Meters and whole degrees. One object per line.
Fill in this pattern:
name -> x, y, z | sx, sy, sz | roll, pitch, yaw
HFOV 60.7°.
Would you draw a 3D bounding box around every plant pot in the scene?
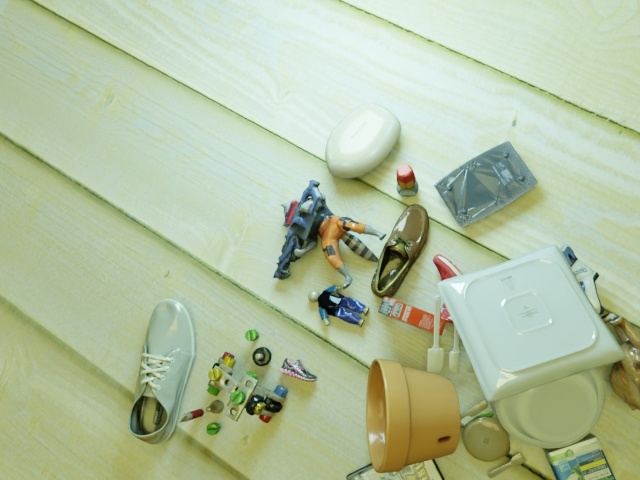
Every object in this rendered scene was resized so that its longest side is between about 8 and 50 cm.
plant pot -> 0.245, 0.465, 1.464 | 0.204, 0.291, 0.290 | 2, 80, -6

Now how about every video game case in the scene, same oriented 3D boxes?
video game case -> 0.242, 0.736, 1.525 | 0.248, 0.035, 0.274 | -29, 76, 6

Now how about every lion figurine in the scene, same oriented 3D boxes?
lion figurine -> 0.895, 0.244, 1.426 | 0.392, 0.142, 0.240 | -38, 83, -1

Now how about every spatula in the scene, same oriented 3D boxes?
spatula -> 0.381, 0.263, 1.521 | 0.168, 0.019, 0.242 | -1, 104, -3

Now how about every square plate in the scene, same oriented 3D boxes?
square plate -> 0.520, 0.191, 1.388 | 0.347, 0.049, 0.344 | -19, 58, 1

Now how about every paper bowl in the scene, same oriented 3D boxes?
paper bowl -> 0.588, 0.400, 1.410 | 0.284, 0.148, 0.284 | 0, 100, 2

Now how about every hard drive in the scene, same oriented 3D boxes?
hard drive -> 0.486, -0.162, 1.620 | 0.255, 0.054, 0.172 | -31, 76, 5

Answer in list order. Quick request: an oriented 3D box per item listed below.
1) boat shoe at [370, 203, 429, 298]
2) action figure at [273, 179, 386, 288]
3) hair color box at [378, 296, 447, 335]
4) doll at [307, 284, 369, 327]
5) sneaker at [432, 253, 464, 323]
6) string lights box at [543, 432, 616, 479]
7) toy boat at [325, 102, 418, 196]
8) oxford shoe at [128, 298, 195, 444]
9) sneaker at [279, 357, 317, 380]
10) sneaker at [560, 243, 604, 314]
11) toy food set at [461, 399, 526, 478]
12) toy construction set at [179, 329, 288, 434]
boat shoe -> 0.242, 0.030, 1.611 | 0.111, 0.104, 0.307 | 20, 85, 14
action figure -> 0.000, 0.000, 1.671 | 0.330, 0.178, 0.341 | 41, 117, 22
hair color box -> 0.259, 0.214, 1.549 | 0.167, 0.093, 0.053 | 21, 85, -14
doll -> 0.046, 0.200, 1.652 | 0.189, 0.046, 0.129 | 23, 85, 14
sneaker -> 0.369, 0.154, 1.575 | 0.128, 0.087, 0.221 | -38, 74, 2
string lights box -> 0.702, 0.653, 1.423 | 0.133, 0.077, 0.259 | -22, 77, 6
toy boat -> 0.169, -0.254, 1.669 | 0.267, 0.148, 0.318 | -44, 67, -4
oxford shoe -> -0.493, 0.403, 1.687 | 0.169, 0.130, 0.449 | 5, 80, 14
sneaker -> -0.063, 0.388, 1.647 | 0.119, 0.047, 0.057 | 16, 72, 12
sneaker -> 0.656, 0.182, 1.488 | 0.182, 0.127, 0.315 | 35, 87, 17
toy food set -> 0.462, 0.547, 1.517 | 0.132, 0.038, 0.192 | -35, 81, 11
toy construction set -> -0.271, 0.446, 1.576 | 0.309, 0.237, 0.257 | -36, 75, 4
